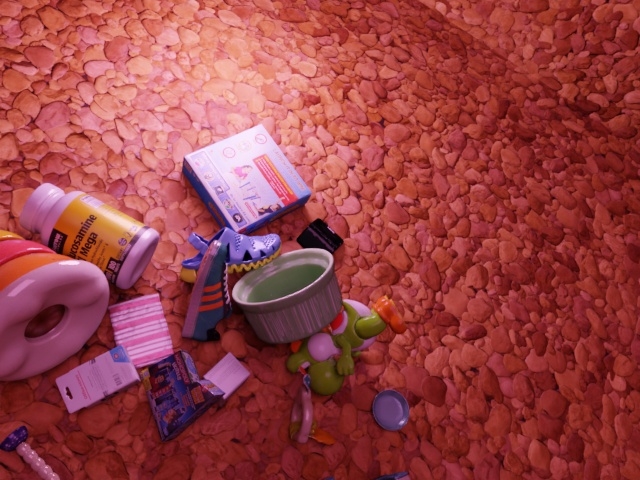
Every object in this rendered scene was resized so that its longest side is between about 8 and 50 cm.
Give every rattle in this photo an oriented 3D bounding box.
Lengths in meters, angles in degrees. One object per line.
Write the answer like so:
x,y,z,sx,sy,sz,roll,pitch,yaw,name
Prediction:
-0.008,0.461,1.589,0.143,0.130,0.199,10,79,-2,rattle

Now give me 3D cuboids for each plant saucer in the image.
0.209,0.510,1.717,0.119,0.021,0.119,8,63,-16,plant saucer

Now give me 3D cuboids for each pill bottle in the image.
-0.638,-0.018,1.584,0.334,0.188,0.188,28,60,-4,pill bottle

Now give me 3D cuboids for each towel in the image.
-0.501,0.254,1.595,0.144,0.029,0.197,-13,70,-21,towel

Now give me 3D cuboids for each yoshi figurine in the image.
0.084,0.321,1.659,0.362,0.203,0.203,-30,42,1,yoshi figurine

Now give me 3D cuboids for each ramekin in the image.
-0.084,0.159,1.629,0.303,0.303,0.148,-32,114,-29,ramekin

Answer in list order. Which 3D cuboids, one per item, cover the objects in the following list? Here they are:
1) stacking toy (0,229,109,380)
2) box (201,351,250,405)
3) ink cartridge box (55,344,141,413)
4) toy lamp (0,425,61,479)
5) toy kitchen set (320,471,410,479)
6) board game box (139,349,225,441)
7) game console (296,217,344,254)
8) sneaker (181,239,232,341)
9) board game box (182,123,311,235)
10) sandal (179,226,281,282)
-0.813,0.088,1.459,0.480,0.350,0.350,36,57,22,stacking toy
-0.262,0.382,1.570,0.087,0.102,0.101,43,59,8,box
-0.575,0.363,1.485,0.180,0.060,0.104,-26,76,-15,ink cartridge box
-0.646,0.567,1.364,0.275,0.080,0.080,42,59,7,toy lamp
0.114,0.665,1.525,0.207,0.166,0.122,-15,71,-25,toy kitchen set
-0.354,0.393,1.492,0.194,0.060,0.194,-29,72,15,board game box
0.000,0.000,1.898,0.122,0.071,0.107,43,30,4,game console
-0.295,0.146,1.603,0.121,0.302,0.108,15,17,-14,sneaker
-0.240,-0.192,1.865,0.302,0.086,0.308,-29,77,-29,board game box
-0.267,0.024,1.694,0.317,0.126,0.138,-15,108,-22,sandal
